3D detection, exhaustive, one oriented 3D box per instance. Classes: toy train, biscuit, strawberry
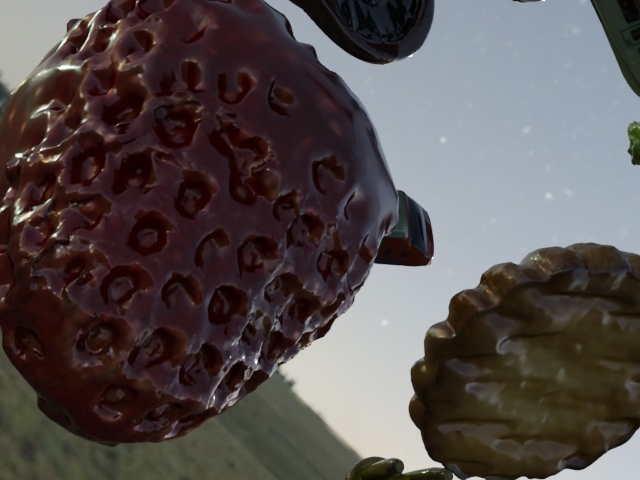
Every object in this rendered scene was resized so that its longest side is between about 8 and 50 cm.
[{"bbox_3d":[0.360,-0.264,1.443,0.407,0.088,0.086,62,26,-16],"label":"toy train"},{"bbox_3d":[0.246,0.131,1.391,0.326,0.325,0.107,49,10,-38],"label":"biscuit"},{"bbox_3d":[-0.100,-0.009,0.921,0.345,0.295,0.318,-75,160,-56],"label":"strawberry"},{"bbox_3d":[-0.042,-0.031,1.597,0.409,0.086,0.089,5,-29,-15],"label":"toy train"}]

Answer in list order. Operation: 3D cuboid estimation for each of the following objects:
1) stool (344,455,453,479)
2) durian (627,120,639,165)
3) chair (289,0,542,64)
[{"bbox_3d":[0.099,0.340,1.664,0.110,0.135,0.134,-8,-67,57],"label":"stool"},{"bbox_3d":[0.664,-0.150,2.118,0.339,0.204,0.256,26,15,-6],"label":"durian"},{"bbox_3d":[0.129,-0.331,1.363,0.401,0.226,0.226,-15,-53,45],"label":"chair"}]
